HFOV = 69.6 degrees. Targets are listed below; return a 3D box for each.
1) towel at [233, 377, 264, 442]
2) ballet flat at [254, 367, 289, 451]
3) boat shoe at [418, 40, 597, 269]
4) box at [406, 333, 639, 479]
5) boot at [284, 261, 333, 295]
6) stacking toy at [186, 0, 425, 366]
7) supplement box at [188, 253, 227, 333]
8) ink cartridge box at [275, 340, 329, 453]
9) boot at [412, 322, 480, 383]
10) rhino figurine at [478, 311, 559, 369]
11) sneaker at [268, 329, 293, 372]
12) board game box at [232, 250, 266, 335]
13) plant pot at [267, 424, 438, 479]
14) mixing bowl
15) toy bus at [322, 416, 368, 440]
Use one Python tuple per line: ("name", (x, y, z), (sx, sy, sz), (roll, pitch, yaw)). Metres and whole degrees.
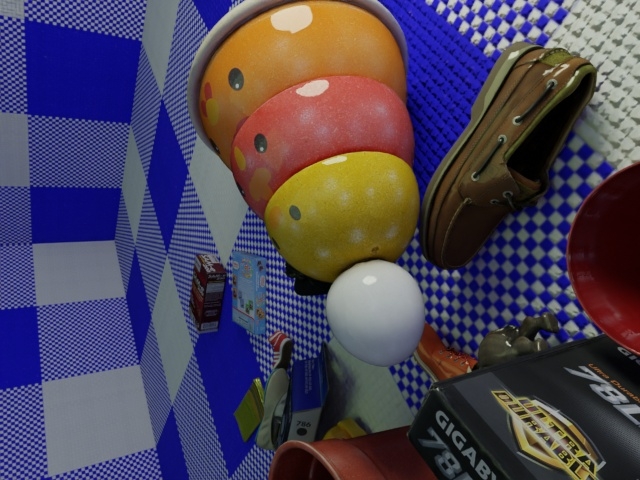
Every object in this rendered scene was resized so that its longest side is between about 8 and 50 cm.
("towel", (-0.208, 0.505, 1.360), (0.237, 0.021, 0.102), (-60, 44, 40))
("ballet flat", (-0.102, 0.434, 1.154), (0.086, 0.086, 0.249), (42, 128, 47))
("boat shoe", (0.219, -0.080, 0.571), (0.104, 0.110, 0.307), (47, 130, 46))
("box", (0.268, 0.208, 0.353), (0.295, 0.293, 0.073), (48, 132, 45))
("boot", (0.000, 0.000, 0.929), (0.207, 0.094, 0.247), (1, 100, 53))
("stacking toy", (0.024, -0.069, 0.623), (0.351, 0.350, 0.480), (-54, 45, 44))
("supplement box", (-0.386, 0.180, 1.562), (0.130, 0.073, 0.239), (42, 125, 48))
("ink cartridge box", (-0.048, 0.397, 1.009), (0.165, 0.065, 0.333), (-98, 19, -68))
("boot", (0.194, 0.178, 0.686), (0.158, 0.059, 0.085), (59, 136, 23))
("rhino figurine", (0.265, 0.217, 0.561), (0.106, 0.073, 0.243), (-30, 69, 50))
("sneaker", (-0.109, 0.286, 1.169), (0.067, 0.042, 0.118), (36, 115, 45))
("board game box", (-0.206, 0.144, 1.310), (0.160, 0.039, 0.212), (11, 103, 56))
("plant pot", (0.104, 0.388, 0.646), (0.272, 0.265, 0.273), (7, 98, 57))
("mixing bowl", (0.335, 0.016, 0.411), (0.181, 0.098, 0.182), (5, 96, 57))
("toy bus", (-0.006, 0.474, 0.874), (0.149, 0.211, 0.220), (42, 125, 49))
